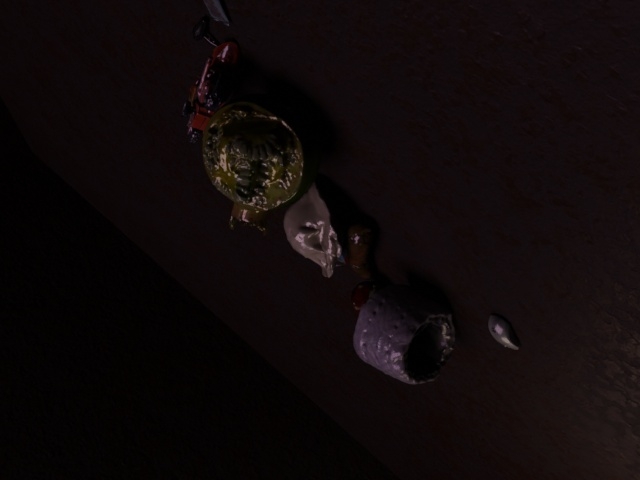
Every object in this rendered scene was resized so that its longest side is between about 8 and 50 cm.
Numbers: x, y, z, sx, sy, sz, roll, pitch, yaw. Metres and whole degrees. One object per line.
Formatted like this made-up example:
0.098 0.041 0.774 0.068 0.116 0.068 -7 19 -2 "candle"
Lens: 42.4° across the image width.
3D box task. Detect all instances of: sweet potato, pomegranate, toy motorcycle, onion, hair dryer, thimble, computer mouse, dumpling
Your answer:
0.096 0.028 2.017 0.075 0.075 0.273 38 161 20 "sweet potato"
-0.131 -0.160 1.791 0.260 0.260 0.341 35 127 27 "pomegranate"
-0.252 -0.330 1.877 0.089 0.171 0.298 24 160 -14 "toy motorcycle"
0.132 0.153 2.133 0.117 0.119 0.118 39 165 -29 "onion"
-0.241 -0.451 1.819 0.083 0.031 0.079 35 153 -11 "hair dryer"
0.207 0.230 1.978 0.157 0.217 0.245 29 168 39 "thimble"
0.402 0.211 1.822 0.056 0.032 0.110 17 146 54 "computer mouse"
-0.005 -0.029 1.976 0.193 0.147 0.258 -160 55 -71 "dumpling"

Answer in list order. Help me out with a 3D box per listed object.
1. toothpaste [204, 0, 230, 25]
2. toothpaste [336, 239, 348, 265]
-0.231 -0.515 1.649 0.056 0.036 0.205 31 160 29 "toothpaste"
0.000 0.000 2.148 0.193 0.070 0.044 29 157 38 "toothpaste"
